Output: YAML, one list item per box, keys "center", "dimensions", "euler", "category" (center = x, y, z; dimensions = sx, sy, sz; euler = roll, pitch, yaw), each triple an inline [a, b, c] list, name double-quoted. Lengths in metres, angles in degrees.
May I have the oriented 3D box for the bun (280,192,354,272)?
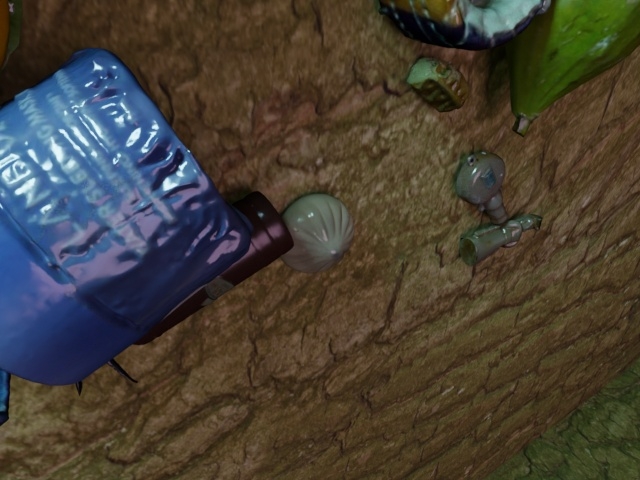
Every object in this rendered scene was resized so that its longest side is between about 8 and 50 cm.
- center: [0.000, 0.000, 0.694]
  dimensions: [0.138, 0.094, 0.138]
  euler: [-16, 128, -22]
  category: "bun"

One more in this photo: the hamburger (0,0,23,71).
- center: [-0.350, -0.182, 0.291]
  dimensions: [0.246, 0.170, 0.246]
  euler: [-19, 128, -26]
  category: "hamburger"

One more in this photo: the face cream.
- center: [-0.221, -0.027, 0.425]
  dimensions: [0.225, 0.249, 0.249]
  euler: [-40, 132, -11]
  category: "face cream"

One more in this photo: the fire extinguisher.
- center: [-0.195, 0.076, 0.592]
  dimensions: [0.344, 0.102, 0.138]
  euler: [-35, 104, -12]
  category: "fire extinguisher"

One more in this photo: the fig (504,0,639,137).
- center: [0.381, -0.338, 0.652]
  dimensions: [0.233, 0.233, 0.314]
  euler: [29, 104, -42]
  category: "fig"

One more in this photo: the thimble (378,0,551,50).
- center: [0.195, -0.365, 0.557]
  dimensions: [0.237, 0.150, 0.237]
  euler: [-18, 125, -26]
  category: "thimble"

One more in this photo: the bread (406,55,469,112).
- center: [0.195, -0.248, 0.691]
  dimensions: [0.110, 0.060, 0.066]
  euler: [23, 119, -40]
  category: "bread"

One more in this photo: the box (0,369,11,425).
- center: [-0.399, 0.030, 0.328]
  dimensions: [0.116, 0.261, 0.279]
  euler: [-43, 132, -6]
  category: "box"

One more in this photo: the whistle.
- center: [0.342, -0.101, 0.884]
  dimensions: [0.107, 0.057, 0.220]
  euler: [-47, 135, -1]
  category: "whistle"

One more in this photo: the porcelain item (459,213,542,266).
- center: [0.418, -0.014, 0.990]
  dimensions: [0.213, 0.054, 0.084]
  euler: [-23, 131, -19]
  category: "porcelain item"
